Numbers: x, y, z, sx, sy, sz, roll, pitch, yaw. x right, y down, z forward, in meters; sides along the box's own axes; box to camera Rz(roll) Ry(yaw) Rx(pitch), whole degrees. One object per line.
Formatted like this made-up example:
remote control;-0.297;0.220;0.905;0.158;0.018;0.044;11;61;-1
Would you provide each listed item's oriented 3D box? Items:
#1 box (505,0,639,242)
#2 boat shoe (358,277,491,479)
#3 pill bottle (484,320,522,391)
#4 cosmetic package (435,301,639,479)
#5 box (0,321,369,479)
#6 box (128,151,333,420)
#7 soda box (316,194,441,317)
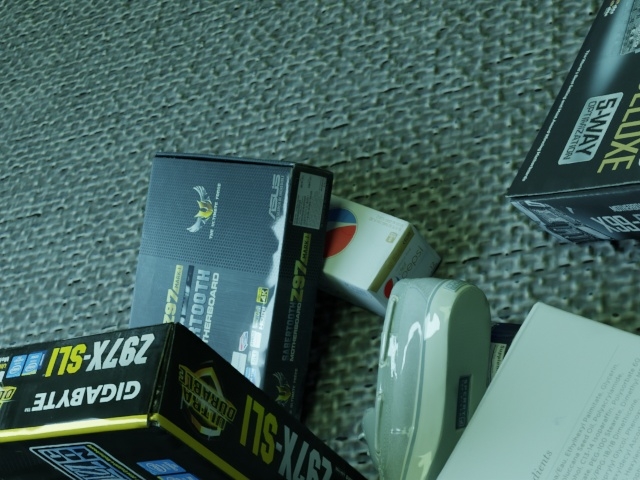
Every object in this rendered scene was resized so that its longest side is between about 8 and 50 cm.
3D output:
box;0.303;-0.146;0.936;0.242;0.076;0.307;-4;54;62
boat shoe;0.073;0.138;0.913;0.081;0.079;0.228;11;95;42
pill bottle;0.142;0.097;0.941;0.120;0.067;0.067;4;62;36
cosmetic package;0.207;0.160;0.795;0.183;0.151;0.151;20;72;40
box;-0.126;0.179;0.889;0.257;0.322;0.079;-12;52;27
box;-0.087;0.042;1.075;0.183;0.059;0.233;8;89;42
soda box;0.000;0.000;1.105;0.216;0.069;0.074;22;74;41
